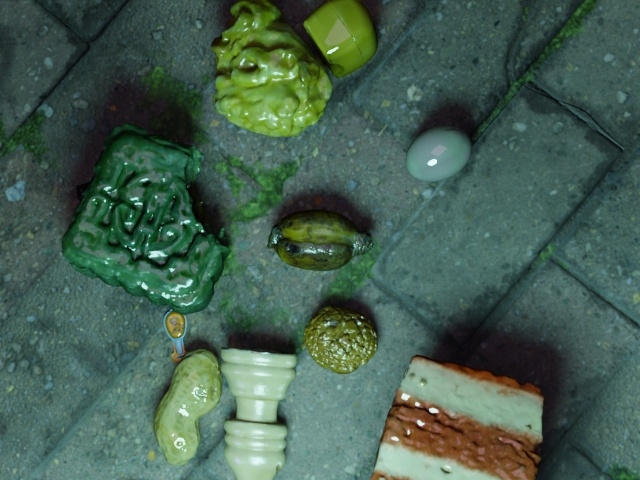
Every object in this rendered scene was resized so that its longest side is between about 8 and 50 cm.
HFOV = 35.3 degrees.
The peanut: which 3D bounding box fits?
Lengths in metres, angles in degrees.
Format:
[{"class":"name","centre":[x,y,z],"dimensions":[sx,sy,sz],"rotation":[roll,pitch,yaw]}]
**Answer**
[{"class":"peanut","centre":[-0.256,0.319,1.943],"dimensions":[0.098,0.103,0.229],"rotation":[24,86,-35]}]

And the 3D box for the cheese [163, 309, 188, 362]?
[{"class":"cheese","centre":[-0.285,0.188,2.006],"dimensions":[0.047,0.017,0.111],"rotation":[-12,80,8]}]

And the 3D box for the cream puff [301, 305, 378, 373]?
[{"class":"cream puff","centre":[0.038,0.188,1.919],"dimensions":[0.144,0.103,0.126],"rotation":[22,84,4]}]

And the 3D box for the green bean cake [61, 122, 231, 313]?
[{"class":"green bean cake","centre":[-0.311,-0.042,1.947],"dimensions":[0.300,0.169,0.307],"rotation":[22,78,-2]}]

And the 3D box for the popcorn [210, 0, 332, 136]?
[{"class":"popcorn","centre":[-0.117,-0.323,1.986],"dimensions":[0.225,0.174,0.286],"rotation":[-39,78,8]}]

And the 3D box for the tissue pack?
[{"class":"tissue pack","centre":[0.049,-0.403,1.969],"dimensions":[0.127,0.178,0.123],"rotation":[-32,80,4]}]

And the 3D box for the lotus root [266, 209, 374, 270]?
[{"class":"lotus root","centre":[0.000,0.000,1.950],"dimensions":[0.210,0.120,0.120],"rotation":[4,82,7]}]

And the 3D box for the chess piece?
[{"class":"chess piece","centre":[-0.128,0.361,1.918],"dimensions":[0.139,0.124,0.307],"rotation":[6,85,-23]}]

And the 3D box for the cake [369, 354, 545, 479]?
[{"class":"cake","centre":[0.230,0.399,1.757],"dimensions":[0.270,0.270,0.319],"rotation":[17,64,8]}]

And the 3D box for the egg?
[{"class":"egg","centre":[0.228,-0.168,1.948],"dimensions":[0.135,0.103,0.103],"rotation":[-28,79,5]}]

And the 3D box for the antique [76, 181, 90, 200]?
[{"class":"antique","centre":[-0.411,-0.123,2.070],"dimensions":[0.192,0.015,0.031],"rotation":[-16,79,5]}]
